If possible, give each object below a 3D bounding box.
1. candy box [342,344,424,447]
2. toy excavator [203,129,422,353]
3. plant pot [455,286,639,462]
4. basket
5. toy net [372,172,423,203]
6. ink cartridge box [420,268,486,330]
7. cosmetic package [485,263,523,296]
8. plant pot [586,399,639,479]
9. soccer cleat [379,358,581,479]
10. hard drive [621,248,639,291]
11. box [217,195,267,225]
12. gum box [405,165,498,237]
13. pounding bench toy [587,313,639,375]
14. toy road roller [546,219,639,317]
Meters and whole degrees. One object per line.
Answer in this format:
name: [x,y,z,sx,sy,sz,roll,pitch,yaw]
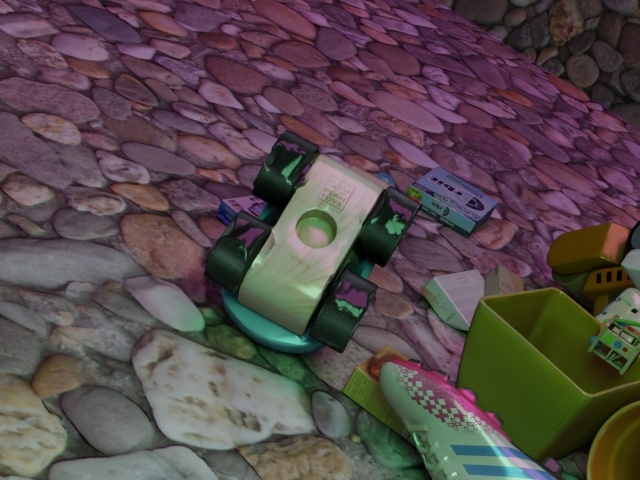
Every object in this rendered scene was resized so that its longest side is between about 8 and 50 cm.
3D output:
candy box: [0.136,0.232,1.496,0.187,0.053,0.109,36,27,16]
toy excavator: [0.000,0.000,1.649,0.222,0.445,0.433,29,67,3]
plant pot: [0.319,0.211,1.549,0.212,0.187,0.212,-4,39,-46]
basket: [0.514,0.221,1.699,0.255,0.201,0.289,42,-7,34]
toy net: [0.122,-0.070,2.071,0.122,0.045,0.232,31,27,5]
ink cartridge box: [0.271,0.135,1.843,0.145,0.045,0.179,-7,59,-50]
cosmetic package: [0.321,0.100,1.859,0.060,0.041,0.115,32,33,-15]
plant pot: [0.511,0.339,1.503,0.188,0.205,0.205,23,20,-46]
soccer cleat: [0.183,0.284,1.344,0.331,0.116,0.143,37,71,17]
hard drive: [0.650,0.160,1.702,0.233,0.047,0.353,13,-33,53]
box: [-0.112,-0.043,1.815,0.081,0.028,0.136,40,27,26]
gum box: [0.277,-0.085,2.241,0.157,0.041,0.184,33,27,13]
pounding bench toy: [0.419,0.130,1.478,0.065,0.083,0.052,37,28,20]
toy road roller: [0.561,0.109,1.948,0.202,0.240,0.329,37,-24,-22]
